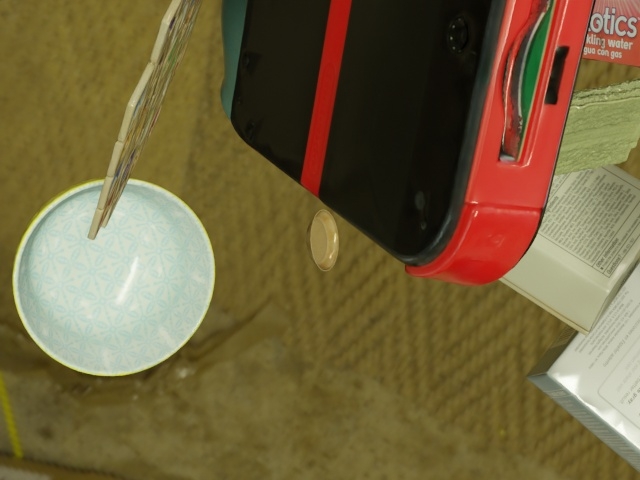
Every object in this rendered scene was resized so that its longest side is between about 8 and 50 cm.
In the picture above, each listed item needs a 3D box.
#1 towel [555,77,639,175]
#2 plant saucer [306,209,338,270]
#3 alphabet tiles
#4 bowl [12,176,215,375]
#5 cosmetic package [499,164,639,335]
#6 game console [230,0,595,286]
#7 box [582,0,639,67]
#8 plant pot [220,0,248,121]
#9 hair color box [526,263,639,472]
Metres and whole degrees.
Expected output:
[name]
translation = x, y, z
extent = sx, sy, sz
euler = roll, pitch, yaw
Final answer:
[towel]
translation = 0.244, -0.103, 1.191
extent = 0.110, 0.148, 0.027
euler = 100, 151, -52
[plant saucer]
translation = 0.000, 0.000, 1.722
extent = 0.015, 0.083, 0.083
euler = -2, 115, 27
[alphabet tiles]
translation = -0.165, -0.167, 1.306
extent = 0.011, 0.285, 0.342
euler = 23, 143, -6
[bowl]
translation = -0.312, 0.037, 1.857
extent = 0.289, 0.156, 0.289
euler = -5, 106, -20
[cosmetic package]
translation = 0.231, -0.048, 1.492
extent = 0.309, 0.160, 0.113
euler = 34, 152, 17
[game console]
translation = 0.051, -0.197, 0.766
extent = 0.060, 0.342, 0.386
euler = 1, 111, -26
[box]
translation = 0.256, -0.189, 0.927
extent = 0.257, 0.128, 0.123
euler = 25, 115, 58
[plant pot]
translation = 0.009, -0.234, 1.410
extent = 0.271, 0.271, 0.255
euler = 30, 133, 6
[hair color box]
translation = 0.460, 0.214, 1.552
extent = 0.374, 0.113, 0.185
euler = 40, 80, 2
